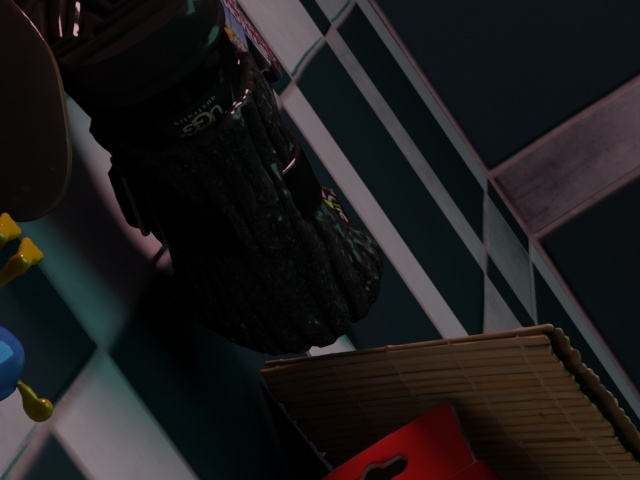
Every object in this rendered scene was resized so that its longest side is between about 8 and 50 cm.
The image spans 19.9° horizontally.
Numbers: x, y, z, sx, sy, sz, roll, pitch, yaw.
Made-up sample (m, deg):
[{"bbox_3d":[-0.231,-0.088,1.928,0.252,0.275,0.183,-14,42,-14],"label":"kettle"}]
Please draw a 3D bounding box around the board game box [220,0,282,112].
[{"bbox_3d":[-0.095,-0.186,1.619,0.194,0.060,0.194,49,15,-32],"label":"board game box"}]

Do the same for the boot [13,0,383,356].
[{"bbox_3d":[-0.102,-0.093,1.175,0.260,0.131,0.348,56,1,-37],"label":"boot"}]

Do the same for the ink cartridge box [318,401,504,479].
[{"bbox_3d":[0.078,0.226,1.062,0.078,0.134,0.231,42,19,-48],"label":"ink cartridge box"}]

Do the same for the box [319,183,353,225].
[{"bbox_3d":[0.000,0.000,1.532,0.083,0.052,0.062,61,14,16],"label":"box"}]

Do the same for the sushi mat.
[{"bbox_3d":[0.086,0.122,1.139,0.151,0.019,0.316,51,-29,-16],"label":"sushi mat"}]

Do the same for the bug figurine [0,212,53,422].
[{"bbox_3d":[-0.201,0.020,0.646,0.216,0.072,0.279,49,17,-6],"label":"bug figurine"}]

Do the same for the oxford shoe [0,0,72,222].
[{"bbox_3d":[-0.182,-0.093,1.020,0.076,0.076,0.212,64,1,-63],"label":"oxford shoe"}]
